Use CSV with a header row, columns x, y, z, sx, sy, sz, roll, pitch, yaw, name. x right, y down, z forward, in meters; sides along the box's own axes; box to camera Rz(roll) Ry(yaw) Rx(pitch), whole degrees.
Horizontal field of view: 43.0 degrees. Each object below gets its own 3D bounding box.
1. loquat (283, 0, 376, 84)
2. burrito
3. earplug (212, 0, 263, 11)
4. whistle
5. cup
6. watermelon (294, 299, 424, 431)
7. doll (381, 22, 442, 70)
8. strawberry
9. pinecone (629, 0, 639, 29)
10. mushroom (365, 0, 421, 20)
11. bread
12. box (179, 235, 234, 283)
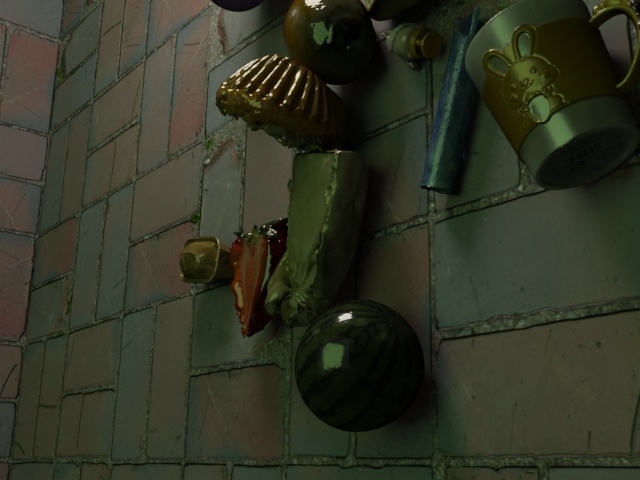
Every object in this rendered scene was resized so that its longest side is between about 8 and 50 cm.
x,y,z,sx,sy,sz,roll,pitch,yaw,name
0.020,-0.394,1.567,0.179,0.179,0.227,-54,40,27,loquat
0.000,0.000,1.499,0.190,0.135,0.332,13,92,57,burrito
-0.176,-0.742,1.868,0.215,0.215,0.456,-13,65,51,earplug
0.225,-0.229,1.335,0.062,0.062,0.304,10,87,54,whistle
0.336,-0.213,1.090,0.241,0.185,0.226,-38,56,36,cup
0.061,0.201,1.300,0.212,0.212,0.212,-21,63,48,watermelon
0.160,-0.348,1.456,0.127,0.073,0.084,28,134,51,doll
-0.103,0.077,1.645,0.174,0.098,0.228,-25,63,47,strawberry
0.456,-0.319,0.934,0.221,0.221,0.222,-21,63,48,pinecone
0.155,-0.546,1.485,0.217,0.211,0.292,76,176,-70,mushroom
-0.064,-0.255,1.554,0.274,0.274,0.149,21,89,53,bread
-0.266,0.046,1.862,0.177,0.111,0.111,-3,77,52,box
